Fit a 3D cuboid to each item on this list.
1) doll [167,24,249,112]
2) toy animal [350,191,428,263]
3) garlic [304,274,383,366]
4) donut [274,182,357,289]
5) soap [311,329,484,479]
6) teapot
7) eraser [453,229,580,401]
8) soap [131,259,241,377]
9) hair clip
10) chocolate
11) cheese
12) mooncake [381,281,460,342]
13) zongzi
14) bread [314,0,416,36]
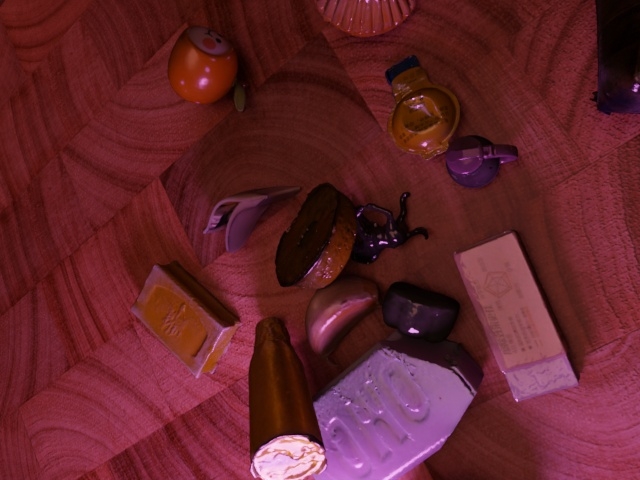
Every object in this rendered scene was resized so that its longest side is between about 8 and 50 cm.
[{"bbox_3d":[-0.297,-0.462,1.463,0.235,0.213,0.214,26,105,-19],"label":"doll"},{"bbox_3d":[0.145,-0.024,1.293,0.232,0.084,0.148,-14,95,25],"label":"toy animal"},{"bbox_3d":[0.042,0.189,1.318,0.164,0.145,0.245,32,108,-9],"label":"garlic"},{"bbox_3d":[0.000,0.000,1.287,0.272,0.107,0.272,-44,34,40],"label":"donut"},{"bbox_3d":[0.153,0.392,1.234,0.446,0.156,0.261,-43,71,19],"label":"soap"},{"bbox_3d":[0.336,-0.170,1.149,0.148,0.146,0.116,26,101,24],"label":"teapot"},{"bbox_3d":[0.420,0.157,1.144,0.144,0.078,0.344,-24,80,25],"label":"eraser"},{"bbox_3d":[-0.396,0.223,1.547,0.314,0.091,0.199,38,105,21],"label":"soap"},{"bbox_3d":[-0.206,-0.076,1.424,0.113,0.172,0.282,50,122,9],"label":"hair clip"},{"bbox_3d":[-0.090,0.340,1.250,0.162,0.162,0.446,-50,26,18],"label":"chocolate"},{"bbox_3d":[0.229,-0.315,1.248,0.176,0.069,0.271,-26,68,22],"label":"cheese"},{"bbox_3d":[0.228,0.160,1.220,0.175,0.168,0.104,34,119,56],"label":"mooncake"},{"bbox_3d":[0.724,-0.427,0.958,0.431,0.208,0.404,0,79,9],"label":"zongzi"},{"bbox_3d":[0.107,-0.621,1.240,0.273,0.149,0.275,0,92,3],"label":"bread"}]
